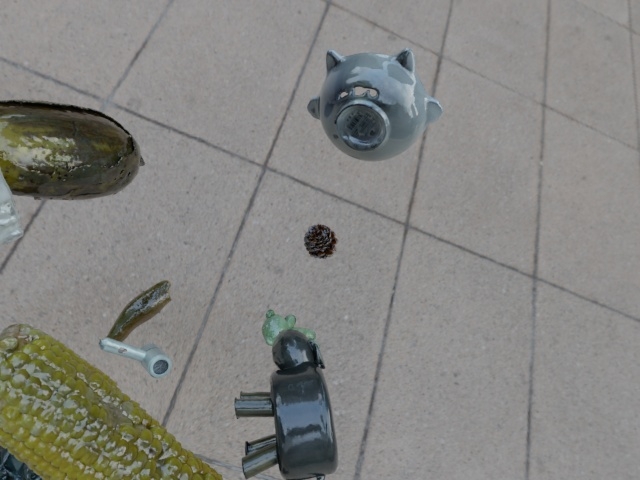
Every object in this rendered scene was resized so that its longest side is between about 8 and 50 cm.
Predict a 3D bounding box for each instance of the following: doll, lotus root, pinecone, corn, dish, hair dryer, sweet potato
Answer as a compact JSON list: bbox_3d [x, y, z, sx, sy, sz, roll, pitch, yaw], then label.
[{"bbox_3d":[-0.074,0.230,1.159,0.150,0.077,0.115,22,36,-23],"label":"doll"},{"bbox_3d":[-0.527,-0.176,0.997,0.196,0.179,0.397,61,29,7],"label":"lotus root"},{"bbox_3d":[-0.002,0.003,1.379,0.102,0.109,0.102,-5,76,19],"label":"pinecone"},{"bbox_3d":[-0.168,0.200,0.423,0.097,0.097,0.320,-48,116,-30],"label":"corn"},{"bbox_3d":[0.076,-0.225,0.855,0.228,0.236,0.086,57,37,-26],"label":"dish"},{"bbox_3d":[-0.359,0.217,0.938,0.137,0.082,0.047,31,79,-33],"label":"hair dryer"},{"bbox_3d":[-0.492,0.198,1.307,0.077,0.077,0.243,45,70,5],"label":"sweet potato"}]

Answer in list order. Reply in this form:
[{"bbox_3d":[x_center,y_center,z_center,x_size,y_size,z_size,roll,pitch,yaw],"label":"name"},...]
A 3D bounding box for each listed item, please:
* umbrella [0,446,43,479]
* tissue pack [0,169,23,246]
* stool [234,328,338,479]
[{"bbox_3d":[-0.615,0.388,0.867,0.348,0.094,0.143,-17,40,10],"label":"umbrella"},{"bbox_3d":[-0.530,-0.048,0.481,0.356,0.194,0.266,-25,33,-31],"label":"tissue pack"},{"bbox_3d":[-0.052,0.256,0.738,0.139,0.153,0.228,-7,36,-6],"label":"stool"}]
